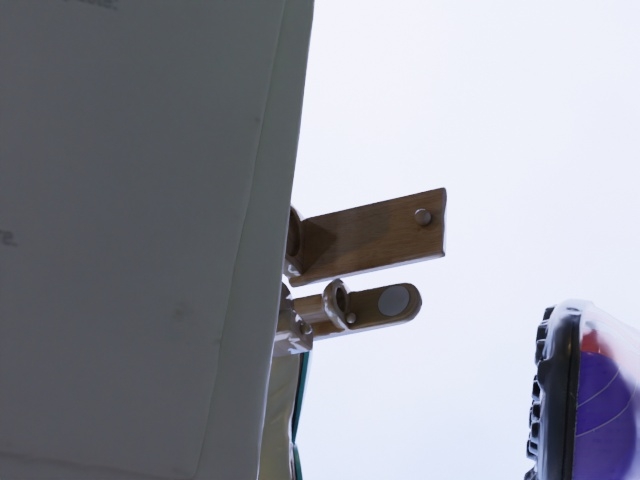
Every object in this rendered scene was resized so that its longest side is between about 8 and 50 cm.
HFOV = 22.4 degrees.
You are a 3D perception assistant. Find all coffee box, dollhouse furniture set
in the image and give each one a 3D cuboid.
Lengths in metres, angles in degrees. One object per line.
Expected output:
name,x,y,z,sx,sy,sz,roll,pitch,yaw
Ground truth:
coffee box,-0.229,0.051,0.537,0.337,0.334,0.338,13,-110,-22
dollhouse furniture set,0.000,0.000,1.097,0.123,0.151,0.144,-12,-125,24

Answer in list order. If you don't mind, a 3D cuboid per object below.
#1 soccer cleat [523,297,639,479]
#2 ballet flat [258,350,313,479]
soccer cleat,0.173,0.092,0.812,0.116,0.318,0.108,7,-94,18
ballet flat,-0.050,0.157,1.206,0.086,0.086,0.248,14,-146,-8
